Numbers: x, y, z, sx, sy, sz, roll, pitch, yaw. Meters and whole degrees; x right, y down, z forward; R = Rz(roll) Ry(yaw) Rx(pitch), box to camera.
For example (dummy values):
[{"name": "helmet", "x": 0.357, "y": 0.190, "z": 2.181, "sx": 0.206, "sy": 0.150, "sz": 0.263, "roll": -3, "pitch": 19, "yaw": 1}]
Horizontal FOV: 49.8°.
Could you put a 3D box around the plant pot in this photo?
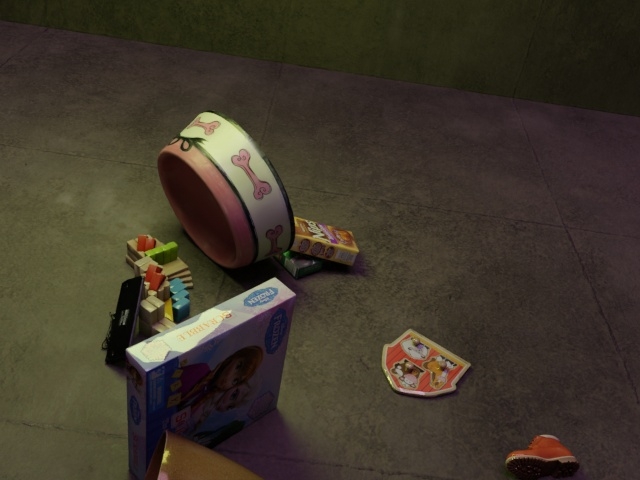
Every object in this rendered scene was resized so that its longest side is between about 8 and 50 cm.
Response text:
[{"name": "plant pot", "x": -0.163, "y": 0.451, "z": 1.104, "sx": 0.255, "sy": 0.237, "sz": 0.237, "roll": 18, "pitch": 34, "yaw": -13}]

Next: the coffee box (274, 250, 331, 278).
[{"name": "coffee box", "x": -0.070, "y": 0.024, "z": 1.850, "sx": 0.113, "sy": 0.040, "sz": 0.184, "roll": -16, "pitch": 42, "yaw": -33}]

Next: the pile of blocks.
[{"name": "pile of blocks", "x": -0.371, "y": 0.085, "z": 1.635, "sx": 0.149, "sy": 0.112, "sz": 0.362, "roll": -5, "pitch": 38, "yaw": -19}]

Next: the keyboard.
[{"name": "keyboard", "x": -0.421, "y": 0.174, "z": 1.503, "sx": 0.100, "sy": 0.038, "sz": 0.191, "roll": -13, "pitch": 58, "yaw": 33}]

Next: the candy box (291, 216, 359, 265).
[{"name": "candy box", "x": 0.000, "y": 0.000, "z": 1.819, "sx": 0.187, "sy": 0.053, "sz": 0.109, "roll": 13, "pitch": 26, "yaw": -17}]

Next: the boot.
[{"name": "boot", "x": 0.433, "y": 0.432, "z": 1.393, "sx": 0.158, "sy": 0.059, "sz": 0.084, "roll": 6, "pitch": 31, "yaw": -19}]

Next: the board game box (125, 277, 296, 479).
[{"name": "board game box", "x": -0.198, "y": 0.258, "z": 1.259, "sx": 0.318, "sy": 0.318, "sz": 0.066, "roll": -26, "pitch": 50, "yaw": -38}]

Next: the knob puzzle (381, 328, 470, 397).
[{"name": "knob puzzle", "x": 0.225, "y": 0.284, "z": 1.569, "sx": 0.213, "sy": 0.029, "sz": 0.213, "roll": 6, "pitch": 36, "yaw": -5}]

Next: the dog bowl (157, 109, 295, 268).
[{"name": "dog bowl", "x": -0.248, "y": -0.107, "z": 1.713, "sx": 0.150, "sy": 0.407, "sz": 0.408, "roll": -35, "pitch": 53, "yaw": -27}]
